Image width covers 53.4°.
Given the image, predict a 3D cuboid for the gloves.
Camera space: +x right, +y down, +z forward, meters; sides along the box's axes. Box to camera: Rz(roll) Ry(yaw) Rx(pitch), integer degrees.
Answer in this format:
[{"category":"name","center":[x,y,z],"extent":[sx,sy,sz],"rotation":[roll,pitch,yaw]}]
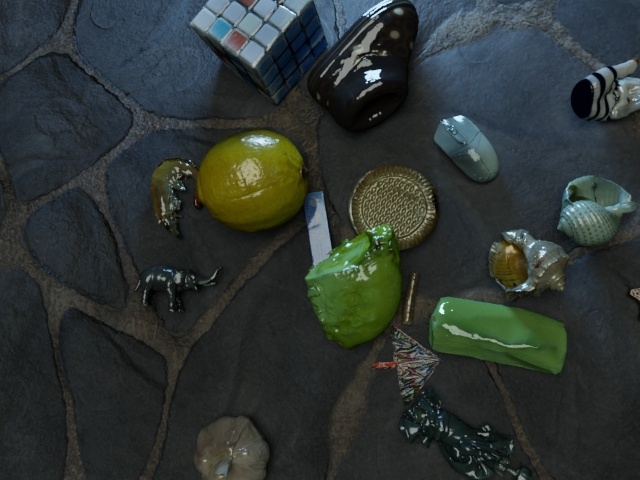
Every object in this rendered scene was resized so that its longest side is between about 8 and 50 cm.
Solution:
[{"category":"gloves","center":[0.776,-0.385,1.668],"extent":[0.218,0.131,0.140],"rotation":[-10,75,-21]}]

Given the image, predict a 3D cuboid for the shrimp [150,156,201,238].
[{"category":"shrimp","center":[-0.418,-0.135,1.897],"extent":[0.173,0.058,0.253],"rotation":[-19,76,-1]}]

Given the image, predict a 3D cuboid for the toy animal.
[{"category":"toy animal","center":[-0.414,0.139,1.832],"extent":[0.269,0.082,0.137],"rotation":[0,82,12]}]

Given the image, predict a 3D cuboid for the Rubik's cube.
[{"category":"Rubik's cube","center":[-0.165,-0.592,1.813],"extent":[0.253,0.256,0.259],"rotation":[38,89,15]}]

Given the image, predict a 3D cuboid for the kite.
[{"category":"kite","center":[0.232,0.324,1.707],"extent":[0.189,0.009,0.232],"rotation":[-9,78,11]}]

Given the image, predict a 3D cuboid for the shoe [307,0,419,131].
[{"category":"shoe","center":[0.162,-0.482,1.769],"extent":[0.384,0.171,0.237],"rotation":[-43,69,3]}]

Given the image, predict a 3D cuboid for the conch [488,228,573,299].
[{"category":"conch","center":[0.525,0.061,1.622],"extent":[0.178,0.163,0.245],"rotation":[-24,46,-9]}]

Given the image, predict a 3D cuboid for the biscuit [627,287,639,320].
[{"category":"biscuit","center":[0.883,0.154,1.590],"extent":[0.215,0.034,0.182],"rotation":[13,83,15]}]

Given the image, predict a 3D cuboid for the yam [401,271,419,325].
[{"category":"yam","center":[0.243,0.157,1.723],"extent":[0.032,0.032,0.145],"rotation":[9,82,13]}]

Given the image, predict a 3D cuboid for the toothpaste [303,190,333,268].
[{"category":"toothpaste","center":[0.000,0.000,1.788],"extent":[0.066,0.053,0.272],"rotation":[-10,78,5]}]

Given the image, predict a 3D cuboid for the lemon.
[{"category":"lemon","center":[-0.183,-0.160,1.734],"extent":[0.297,0.297,0.297],"rotation":[-2,80,11]}]

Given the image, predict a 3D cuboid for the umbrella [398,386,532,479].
[{"category":"umbrella","center":[0.370,0.513,1.606],"extent":[0.349,0.094,0.143],"rotation":[31,92,13]}]

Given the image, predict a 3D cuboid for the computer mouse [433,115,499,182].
[{"category":"computer mouse","center":[0.399,-0.257,1.739],"extent":[0.113,0.068,0.229],"rotation":[-39,76,2]}]

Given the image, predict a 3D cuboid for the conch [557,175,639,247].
[{"category":"conch","center":[0.690,-0.062,1.618],"extent":[0.200,0.131,0.172],"rotation":[-5,50,-16]}]

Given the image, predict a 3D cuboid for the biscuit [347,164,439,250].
[{"category":"biscuit","center":[0.198,-0.090,1.746],"extent":[0.259,0.079,0.259],"rotation":[-2,80,11]}]

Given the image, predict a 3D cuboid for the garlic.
[{"category":"garlic","center":[-0.241,0.570,1.661],"extent":[0.218,0.212,0.219],"rotation":[-1,85,7]}]

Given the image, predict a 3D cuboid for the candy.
[{"category":"candy","center":[0.449,0.240,1.624],"extent":[0.343,0.132,0.142],"rotation":[11,41,11]}]

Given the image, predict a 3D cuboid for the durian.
[{"category":"durian","center":[0.097,0.123,1.660],"extent":[0.255,0.204,0.340],"rotation":[-14,116,2]}]
